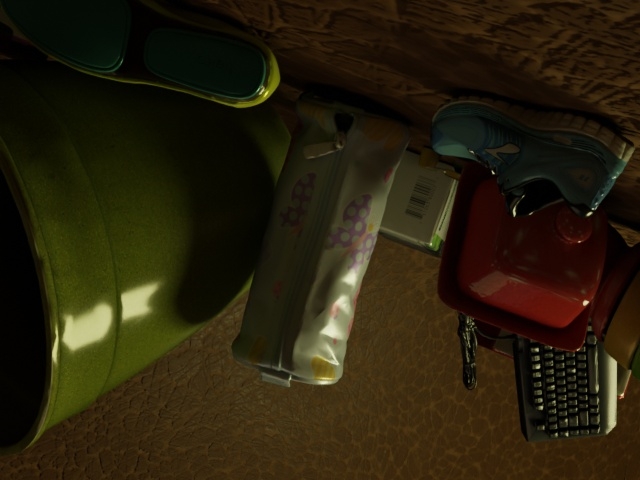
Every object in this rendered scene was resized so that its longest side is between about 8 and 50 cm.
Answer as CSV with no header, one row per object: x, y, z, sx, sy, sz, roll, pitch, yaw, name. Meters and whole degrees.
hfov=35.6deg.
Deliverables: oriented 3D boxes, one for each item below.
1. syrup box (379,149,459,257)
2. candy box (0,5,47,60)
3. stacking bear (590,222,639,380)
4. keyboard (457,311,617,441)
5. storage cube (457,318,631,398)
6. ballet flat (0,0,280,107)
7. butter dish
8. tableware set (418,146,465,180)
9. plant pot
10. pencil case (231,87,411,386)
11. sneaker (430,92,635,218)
0.118,-0.041,1.208,0.096,0.093,0.237,20,179,14,syrup box
-0.326,-0.228,0.932,0.159,0.071,0.233,21,180,-14,candy box
0.346,0.069,1.018,0.289,0.175,0.164,31,177,24,stacking bear
0.253,0.121,1.200,0.202,0.317,0.033,-4,-149,12,keyboard
0.321,0.086,1.339,0.215,0.183,0.193,22,178,-4,storage cube
-0.141,-0.163,0.803,0.231,0.077,0.077,19,-164,2,ballet flat
0.206,0.001,0.917,0.160,0.160,0.118,20,157,-11,butter dish
0.175,-0.062,1.048,0.154,0.024,0.104,20,-177,-17,tableware set
-0.216,-0.025,1.000,0.366,0.366,0.353,20,-151,40,plant pot
0.000,0.000,0.947,0.114,0.273,0.124,15,-173,-8,pencil case
0.131,-0.055,0.688,0.063,0.073,0.162,21,179,-40,sneaker
